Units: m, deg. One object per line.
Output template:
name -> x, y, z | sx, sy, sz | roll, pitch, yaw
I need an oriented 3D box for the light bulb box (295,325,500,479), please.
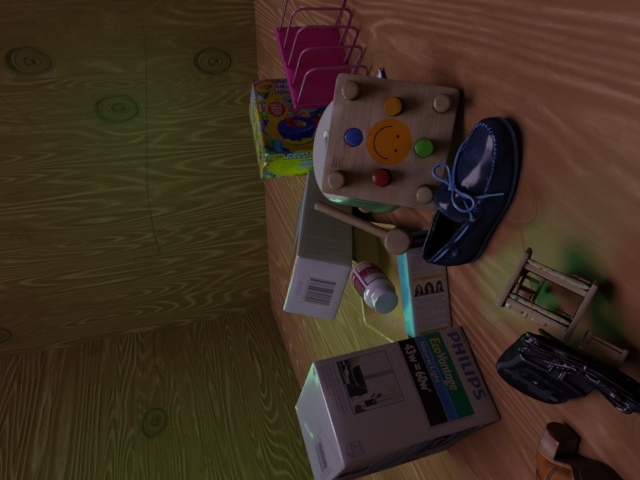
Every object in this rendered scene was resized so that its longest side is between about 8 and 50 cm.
light bulb box -> 0.156, 0.402, 1.253 | 0.358, 0.361, 0.225 | 105, 150, -57

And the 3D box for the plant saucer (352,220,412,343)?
plant saucer -> 0.195, 0.107, 1.482 | 0.333, 0.081, 0.333 | -162, 64, -73

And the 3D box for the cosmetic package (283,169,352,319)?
cosmetic package -> 0.000, 0.000, 1.668 | 0.453, 0.161, 0.230 | -85, 8, -52

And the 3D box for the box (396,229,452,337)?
box -> 0.243, 0.101, 1.257 | 0.060, 0.100, 0.244 | -164, 66, -74

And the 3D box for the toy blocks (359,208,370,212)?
toy blocks -> 0.143, -0.166, 1.564 | 0.148, 0.054, 0.123 | 116, 142, -65

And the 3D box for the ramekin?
ramekin -> 0.106, -0.222, 1.322 | 0.303, 0.148, 0.303 | -3, 86, 59

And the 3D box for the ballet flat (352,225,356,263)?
ballet flat -> 0.113, 0.033, 1.758 | 0.077, 0.091, 0.241 | 42, 157, 14

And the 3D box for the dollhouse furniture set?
dollhouse furniture set -> 0.390, 0.100, 0.831 | 0.182, 0.161, 0.101 | 29, 96, 24

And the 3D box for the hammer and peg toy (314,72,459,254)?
hammer and peg toy -> 0.126, -0.152, 1.116 | 0.127, 0.265, 0.361 | -52, -28, -76

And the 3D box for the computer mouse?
computer mouse -> 0.368, 0.196, 0.830 | 0.188, 0.072, 0.272 | 32, 164, 9

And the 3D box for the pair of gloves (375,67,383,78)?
pair of gloves -> 0.162, -0.357, 1.448 | 0.198, 0.023, 0.159 | 113, 147, -62

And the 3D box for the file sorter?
file sorter -> 0.004, -0.568, 1.568 | 0.182, 0.202, 0.291 | 121, 138, -65

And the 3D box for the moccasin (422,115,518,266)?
moccasin -> 0.275, -0.067, 1.009 | 0.138, 0.116, 0.342 | -116, 22, -48

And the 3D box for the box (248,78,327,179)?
box -> -0.073, -0.377, 1.777 | 0.177, 0.290, 0.279 | 116, 144, -65

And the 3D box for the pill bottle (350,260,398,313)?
pill bottle -> 0.140, 0.122, 1.372 | 0.152, 0.086, 0.086 | -124, 29, -58

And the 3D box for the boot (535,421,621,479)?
boot -> 0.416, 0.416, 0.861 | 0.197, 0.073, 0.152 | -102, 11, -65
